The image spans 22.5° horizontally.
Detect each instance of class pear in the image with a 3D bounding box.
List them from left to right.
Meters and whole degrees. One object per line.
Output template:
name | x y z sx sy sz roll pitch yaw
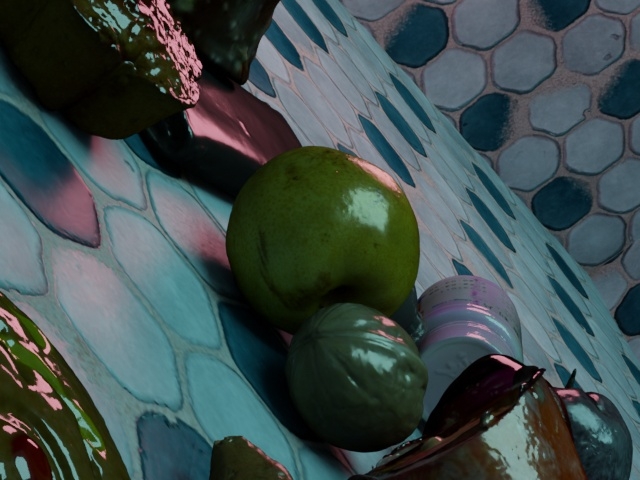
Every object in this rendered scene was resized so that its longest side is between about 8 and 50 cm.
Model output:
pear | 0.000 0.000 1.679 0.209 0.209 0.209 49 14 -16

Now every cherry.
cherry | 0.312 0.276 2.070 0.195 0.195 0.195 49 14 -16

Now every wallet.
wallet | -0.113 -0.129 1.934 0.228 0.062 0.406 59 14 27

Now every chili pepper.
chili pepper | 0.198 0.291 1.530 0.305 0.229 0.251 54 -6 11

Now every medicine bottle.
medicine bottle | 0.179 0.143 2.010 0.152 0.152 0.254 50 12 -8

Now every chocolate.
chocolate | -0.165 -0.370 1.933 0.340 0.210 0.225 37 9 -21

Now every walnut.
walnut | 0.035 0.135 1.579 0.162 0.140 0.140 26 26 -34

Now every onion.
onion | 0.171 0.234 1.732 0.218 0.195 0.140 -5 37 -36

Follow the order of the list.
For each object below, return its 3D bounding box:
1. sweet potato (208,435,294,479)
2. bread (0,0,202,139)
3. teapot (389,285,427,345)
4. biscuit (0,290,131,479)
sweet potato | -0.026 0.242 1.174 0.097 0.097 0.251 39 20 -46
bread | -0.230 -0.219 1.597 0.232 0.135 0.246 44 16 -32
teapot | 0.053 0.075 1.916 0.146 0.148 0.116 57 46 -25
biscuit | -0.227 0.104 0.901 0.350 0.070 0.394 59 14 25
